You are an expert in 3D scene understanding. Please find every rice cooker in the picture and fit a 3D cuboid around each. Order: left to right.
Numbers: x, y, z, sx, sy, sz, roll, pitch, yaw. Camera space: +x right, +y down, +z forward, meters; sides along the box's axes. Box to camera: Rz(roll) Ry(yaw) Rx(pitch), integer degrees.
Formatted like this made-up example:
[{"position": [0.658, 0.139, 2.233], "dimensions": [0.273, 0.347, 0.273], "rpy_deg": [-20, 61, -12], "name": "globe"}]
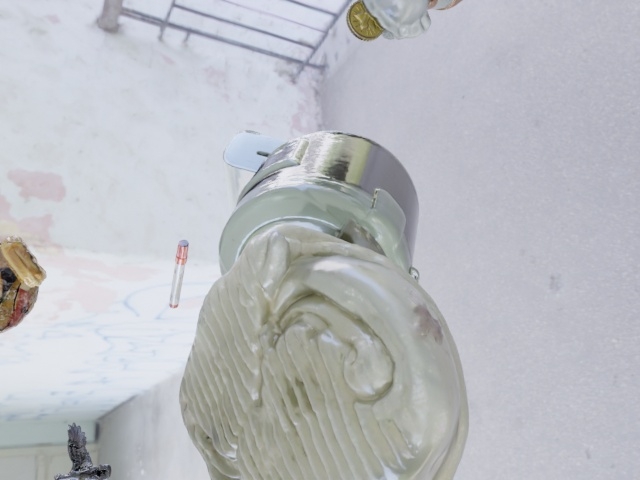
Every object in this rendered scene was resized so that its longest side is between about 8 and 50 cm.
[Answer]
[{"position": [0.000, 0.000, 0.946], "dimensions": [0.335, 0.335, 0.325], "rpy_deg": [-60, 4, 35], "name": "rice cooker"}]

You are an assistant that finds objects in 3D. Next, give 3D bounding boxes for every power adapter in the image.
[{"position": [-0.136, -0.128, 1.372], "dimensions": [0.255, 0.186, 0.124], "rpy_deg": [96, -168, -54], "name": "power adapter"}]

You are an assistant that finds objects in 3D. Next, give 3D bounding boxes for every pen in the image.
[{"position": [-0.346, 0.086, 1.341], "dimensions": [0.239, 0.028, 0.028], "rpy_deg": [113, 149, -43], "name": "pen"}]

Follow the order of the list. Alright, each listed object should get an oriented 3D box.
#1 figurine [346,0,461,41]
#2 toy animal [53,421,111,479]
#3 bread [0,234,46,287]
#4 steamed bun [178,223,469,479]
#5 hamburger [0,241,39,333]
[{"position": [0.146, -0.395, 0.831], "dimensions": [0.271, 0.143, 0.143], "rpy_deg": [-46, 14, -28], "name": "figurine"}, {"position": [-0.509, 0.501, 1.177], "dimensions": [0.062, 0.107, 0.220], "rpy_deg": [111, 153, -76], "name": "toy animal"}, {"position": [-0.575, 0.041, 1.068], "dimensions": [0.111, 0.044, 0.083], "rpy_deg": [58, 164, -4], "name": "bread"}, {"position": [0.018, 0.150, 0.584], "dimensions": [0.309, 0.219, 0.325], "rpy_deg": [33, 115, 37], "name": "steamed bun"}, {"position": [-0.694, 0.095, 1.113], "dimensions": [0.106, 0.230, 0.231], "rpy_deg": [-30, 57, 41], "name": "hamburger"}]
